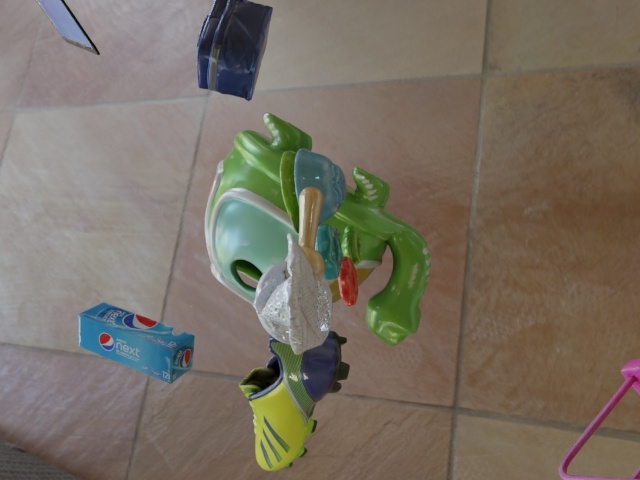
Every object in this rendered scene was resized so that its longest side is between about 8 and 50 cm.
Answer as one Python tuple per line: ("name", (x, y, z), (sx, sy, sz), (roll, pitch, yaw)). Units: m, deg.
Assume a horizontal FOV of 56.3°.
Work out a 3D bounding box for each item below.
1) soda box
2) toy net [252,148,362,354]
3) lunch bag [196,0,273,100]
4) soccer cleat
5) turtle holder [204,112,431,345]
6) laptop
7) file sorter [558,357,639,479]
("soda box", (-0.335, 0.182, 1.087), (0.210, 0.067, 0.071), (16, 111, 19))
("toy net", (-0.009, 0.018, 0.438), (0.045, 0.122, 0.232), (-7, 26, 14))
("lunch bag", (-0.088, -0.195, 0.591), (0.065, 0.067, 0.098), (13, 60, -7))
("soccer cleat", (-0.056, 0.212, 0.800), (0.121, 0.289, 0.093), (11, 40, -14))
("turtle holder", (-0.009, -0.008, 0.831), (0.227, 0.320, 0.243), (-58, 19, 8))
("laptop", (-0.499, -0.374, 0.906), (0.234, 0.265, 0.136), (31, 120, 50))
("file sorter", (0.395, 0.262, 0.527), (0.182, 0.202, 0.290), (-37, 84, -23))
